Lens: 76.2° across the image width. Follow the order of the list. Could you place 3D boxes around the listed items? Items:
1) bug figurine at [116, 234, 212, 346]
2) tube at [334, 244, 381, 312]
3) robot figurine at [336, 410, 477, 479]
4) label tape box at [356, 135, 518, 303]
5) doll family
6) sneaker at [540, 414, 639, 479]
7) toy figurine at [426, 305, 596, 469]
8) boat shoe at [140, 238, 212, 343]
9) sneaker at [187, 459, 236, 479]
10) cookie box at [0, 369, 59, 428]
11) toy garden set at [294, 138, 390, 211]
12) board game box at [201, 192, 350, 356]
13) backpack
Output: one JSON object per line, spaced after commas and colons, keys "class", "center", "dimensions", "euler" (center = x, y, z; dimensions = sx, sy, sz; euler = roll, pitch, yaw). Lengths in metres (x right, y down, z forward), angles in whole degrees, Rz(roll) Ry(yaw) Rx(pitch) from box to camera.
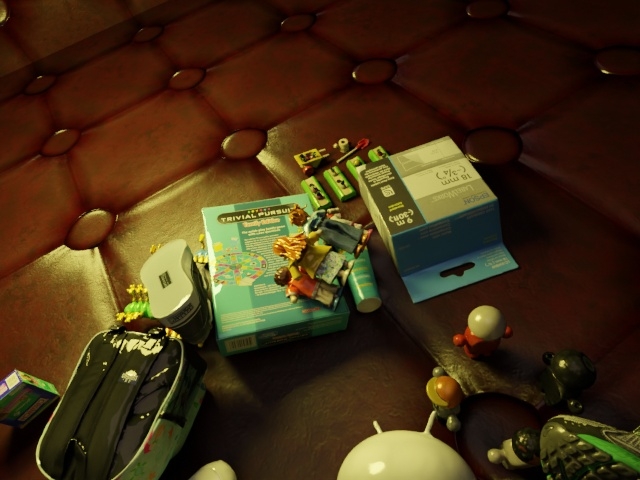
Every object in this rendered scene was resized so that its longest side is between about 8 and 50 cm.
{"class": "bug figurine", "center": [-0.320, 0.109, 0.926], "dimensions": [0.216, 0.072, 0.279], "euler": [3, 50, 7]}
{"class": "tube", "center": [0.081, 0.059, 0.894], "dimensions": [0.080, 0.052, 0.207], "euler": [-9, 46, -6]}
{"class": "robot figurine", "center": [0.116, 0.415, 0.528], "dimensions": [0.300, 0.200, 0.353], "euler": [-22, 47, 32]}
{"class": "label tape box", "center": [0.249, -0.061, 0.903], "dimensions": [0.240, 0.106, 0.334], "euler": [-19, 53, -1]}
{"class": "doll family", "center": [0.000, 0.000, 0.806], "dimensions": [0.163, 0.118, 0.263], "euler": [22, 50, 10]}
{"class": "sneaker", "center": [0.437, 0.304, 0.546], "dimensions": [0.343, 0.134, 0.146], "euler": [24, 45, -11]}
{"class": "toy figurine", "center": [0.292, 0.236, 0.652], "dimensions": [0.213, 0.148, 0.209], "euler": [32, 67, 29]}
{"class": "boat shoe", "center": [-0.276, 0.095, 0.817], "dimensions": [0.113, 0.105, 0.306], "euler": [-36, 33, -13]}
{"class": "sneaker", "center": [-0.236, 0.474, 0.597], "dimensions": [0.114, 0.152, 0.305], "euler": [22, 61, 28]}
{"class": "cookie box", "center": [-0.604, 0.320, 0.817], "dimensions": [0.040, 0.107, 0.092], "euler": [36, 69, 30]}
{"class": "toy garden set", "center": [0.058, -0.205, 1.084], "dimensions": [0.244, 0.049, 0.204], "euler": [-26, 53, -6]}
{"class": "board game box", "center": [-0.109, 0.056, 0.883], "dimensions": [0.253, 0.079, 0.336], "euler": [-9, 52, -12]}
{"class": "backpack", "center": [-0.339, 0.304, 0.716], "dimensions": [0.225, 0.191, 0.253], "euler": [2, 48, 17]}
